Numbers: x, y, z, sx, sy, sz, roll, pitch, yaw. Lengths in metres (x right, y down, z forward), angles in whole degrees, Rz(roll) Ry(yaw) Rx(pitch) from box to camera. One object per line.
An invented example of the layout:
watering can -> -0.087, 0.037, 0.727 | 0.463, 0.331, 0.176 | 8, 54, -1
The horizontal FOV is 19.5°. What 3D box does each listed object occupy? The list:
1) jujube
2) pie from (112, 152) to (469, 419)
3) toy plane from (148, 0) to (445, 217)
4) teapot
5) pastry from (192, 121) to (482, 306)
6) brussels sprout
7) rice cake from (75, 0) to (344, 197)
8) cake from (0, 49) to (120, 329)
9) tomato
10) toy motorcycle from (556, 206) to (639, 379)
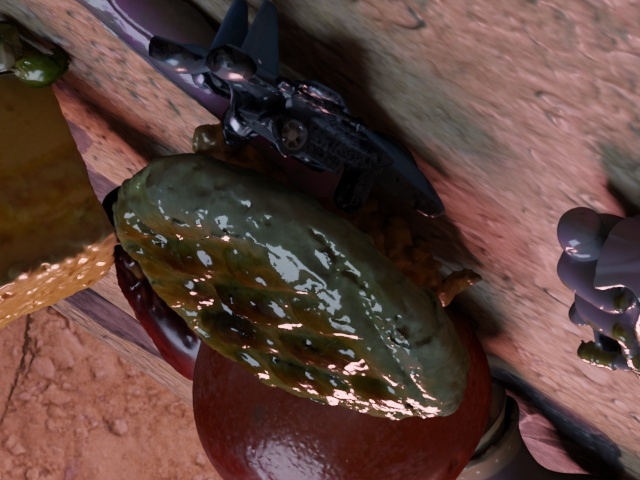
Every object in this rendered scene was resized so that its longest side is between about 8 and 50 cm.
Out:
jujube -> -0.121, 0.036, 1.856 | 0.236, 0.168, 0.168 | 54, 163, -10
pie -> -0.030, 0.044, 1.406 | 0.306, 0.071, 0.306 | 30, 153, 17
toy plane -> -0.002, -0.073, 1.290 | 0.246, 0.078, 0.169 | 43, 164, -32
teapot -> 0.201, 0.260, 1.825 | 0.251, 0.183, 0.183 | 52, 161, -24
pastry -> 0.000, 0.000, 1.492 | 0.250, 0.102, 0.154 | 29, 154, 15
brussels sprout -> -0.271, -0.165, 1.689 | 0.083, 0.051, 0.046 | 31, -168, 20
rice cake -> -0.080, -0.123, 1.358 | 0.270, 0.055, 0.049 | 41, 162, -19
cake -> -0.350, -0.063, 1.795 | 0.286, 0.222, 0.227 | 65, 166, 7
tomato -> 0.014, 0.141, 1.657 | 0.265, 0.265, 0.265 | 32, 167, 8
toy motorcycle -> 0.207, 0.035, 1.180 | 0.152, 0.073, 0.225 | 36, 166, 0
